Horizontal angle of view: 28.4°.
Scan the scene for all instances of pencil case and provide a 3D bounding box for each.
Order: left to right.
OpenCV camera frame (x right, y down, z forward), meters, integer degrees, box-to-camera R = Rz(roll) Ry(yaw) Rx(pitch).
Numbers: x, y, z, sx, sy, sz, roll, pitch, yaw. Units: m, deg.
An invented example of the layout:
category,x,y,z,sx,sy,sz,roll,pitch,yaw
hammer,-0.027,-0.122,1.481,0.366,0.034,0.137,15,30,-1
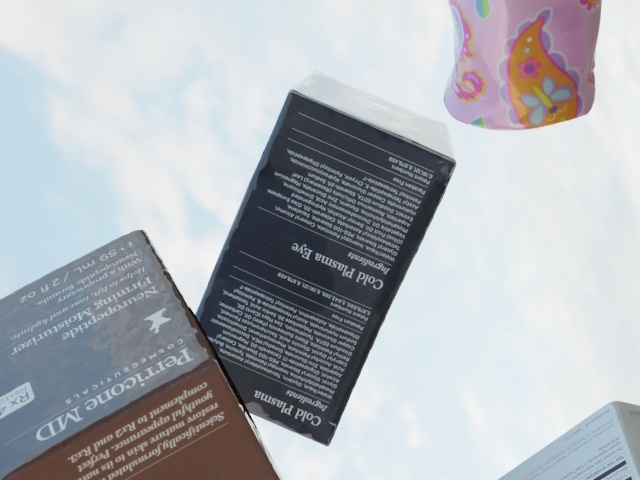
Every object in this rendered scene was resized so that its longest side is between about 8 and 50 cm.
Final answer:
category,x,y,z,sx,sy,sz,roll,pitch,yaw
pencil case,0.143,-0.220,0.899,0.124,0.124,0.284,-73,-19,-54

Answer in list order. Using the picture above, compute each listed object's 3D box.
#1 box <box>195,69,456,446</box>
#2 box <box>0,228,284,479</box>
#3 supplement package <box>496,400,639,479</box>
category,x,y,z,sx,sy,sz,roll,pitch,yaw
box,0.000,0.000,1.360,0.179,0.312,0.343,23,-169,0
box,-0.147,0.132,0.937,0.203,0.168,0.167,51,167,54
supplement package,0.228,0.232,0.781,0.194,0.149,0.203,14,-133,-34
